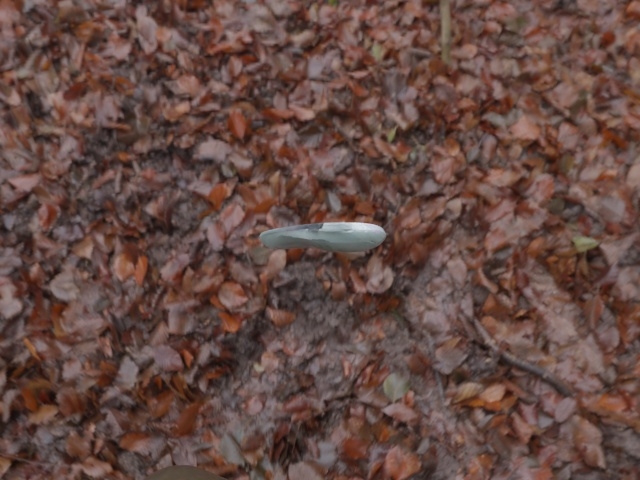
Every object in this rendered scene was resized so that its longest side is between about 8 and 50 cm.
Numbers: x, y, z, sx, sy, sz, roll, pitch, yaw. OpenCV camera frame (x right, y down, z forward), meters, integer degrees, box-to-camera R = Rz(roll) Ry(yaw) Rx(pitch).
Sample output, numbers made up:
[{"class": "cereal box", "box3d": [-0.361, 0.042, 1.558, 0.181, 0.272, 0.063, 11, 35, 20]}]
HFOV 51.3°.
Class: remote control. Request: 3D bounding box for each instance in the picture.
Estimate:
[{"class": "remote control", "box3d": [0.000, -0.002, 1.170, 0.256, 0.097, 0.045, -3, 73, 39]}]

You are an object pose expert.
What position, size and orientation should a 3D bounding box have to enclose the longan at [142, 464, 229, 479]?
[{"class": "longan", "box3d": [-0.175, 0.432, 0.917, 0.248, 0.248, 0.248, 2, 59, -3]}]
